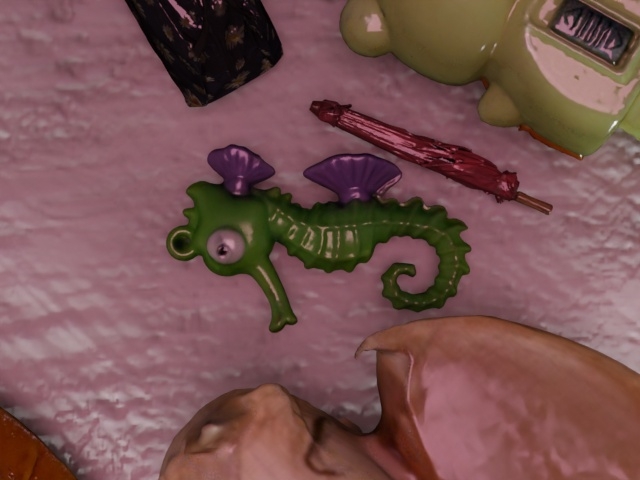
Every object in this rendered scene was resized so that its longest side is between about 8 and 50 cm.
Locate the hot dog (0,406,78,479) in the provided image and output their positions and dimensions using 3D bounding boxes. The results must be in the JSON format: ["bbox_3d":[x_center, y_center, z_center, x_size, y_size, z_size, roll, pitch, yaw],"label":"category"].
[{"bbox_3d":[-0.203,0.172,0.663,0.269,0.072,0.115,41,85,-2],"label":"hot dog"}]

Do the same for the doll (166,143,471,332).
[{"bbox_3d":[0.000,0.000,0.663,0.190,0.050,0.115,1,90,-3],"label":"doll"}]

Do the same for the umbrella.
[{"bbox_3d":[0.071,-0.054,0.669,0.165,0.027,0.025,22,119,-5],"label":"umbrella"}]

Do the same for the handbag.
[{"bbox_3d":[-0.070,-0.145,0.606,0.072,0.139,0.115,-30,93,-7],"label":"handbag"}]

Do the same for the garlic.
[{"bbox_3d":[0.078,0.187,0.598,0.313,0.249,0.286,47,109,16],"label":"garlic"}]

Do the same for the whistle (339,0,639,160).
[{"bbox_3d":[0.143,-0.118,0.626,0.288,0.106,0.131,29,91,-1],"label":"whistle"}]
